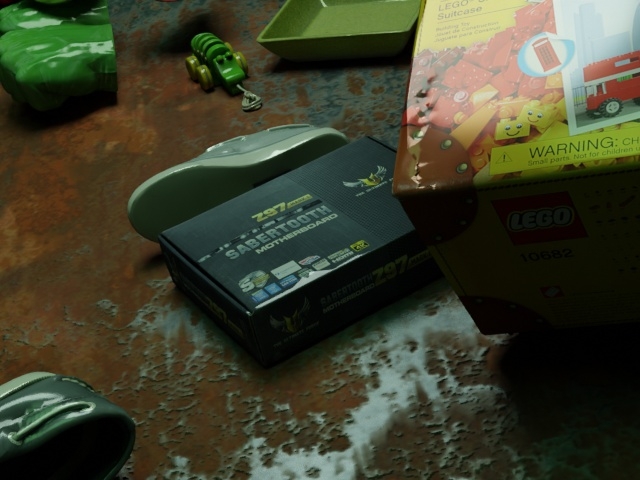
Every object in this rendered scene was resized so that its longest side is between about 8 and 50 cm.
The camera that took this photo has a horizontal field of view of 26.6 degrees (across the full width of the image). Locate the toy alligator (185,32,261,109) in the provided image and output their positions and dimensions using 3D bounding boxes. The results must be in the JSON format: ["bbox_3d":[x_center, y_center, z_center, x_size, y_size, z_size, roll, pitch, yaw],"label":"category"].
[{"bbox_3d":[-0.114,-0.204,1.569,0.056,0.051,0.190,-24,32,-15],"label":"toy alligator"}]

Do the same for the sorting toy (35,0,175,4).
[{"bbox_3d":[-0.292,-0.350,1.718,0.366,0.127,0.126,2,-3,12],"label":"sorting toy"}]

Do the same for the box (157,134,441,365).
[{"bbox_3d":[0.000,0.000,1.180,0.233,0.059,0.183,-26,31,-20],"label":"box"}]

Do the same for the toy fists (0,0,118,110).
[{"bbox_3d":[-0.328,-0.236,1.672,0.142,0.096,0.279,-5,28,-9],"label":"toy fists"}]

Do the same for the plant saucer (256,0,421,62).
[{"bbox_3d":[0.044,-0.263,1.607,0.188,0.045,0.188,-1,33,22],"label":"plant saucer"}]

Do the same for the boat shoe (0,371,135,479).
[{"bbox_3d":[-0.256,0.194,0.916,0.099,0.116,0.319,8,32,39],"label":"boat shoe"}]

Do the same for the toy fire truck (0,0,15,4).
[{"bbox_3d":[-0.358,-0.411,1.936,0.217,0.158,0.246,-30,46,-25],"label":"toy fire truck"}]

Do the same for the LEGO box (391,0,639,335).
[{"bbox_3d":[0.334,-0.154,0.967,0.500,0.193,0.372,-7,53,24],"label":"LEGO box"}]

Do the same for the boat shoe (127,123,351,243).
[{"bbox_3d":[-0.081,-0.057,1.302,0.227,0.079,0.081,-19,21,-17],"label":"boat shoe"}]
